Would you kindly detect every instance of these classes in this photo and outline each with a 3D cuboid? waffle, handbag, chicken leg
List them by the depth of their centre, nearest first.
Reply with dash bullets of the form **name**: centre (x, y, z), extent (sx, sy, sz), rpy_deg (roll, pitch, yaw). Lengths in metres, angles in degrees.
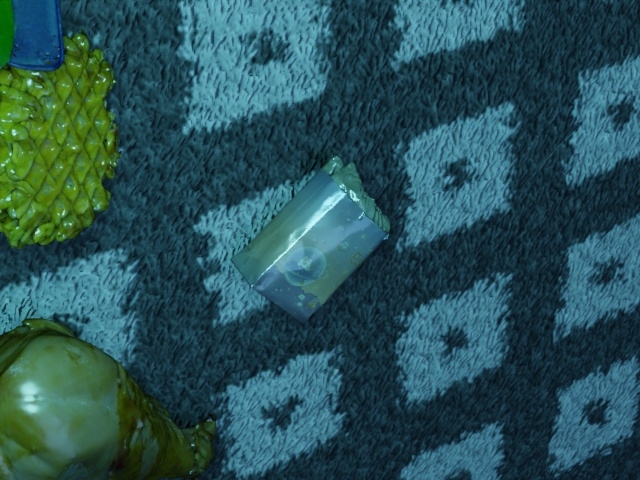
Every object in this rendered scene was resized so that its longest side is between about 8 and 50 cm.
- **waffle**: centre (-0.248, -0.091, 1.440), extent (0.197, 0.070, 0.193), rpy_deg (-38, 131, -59)
- **chicken leg**: centre (-0.261, 0.226, 1.659), extent (0.295, 0.182, 0.409), rpy_deg (-47, 153, 13)
- **handbag**: centre (0.000, 0.000, 1.717), extent (0.173, 0.095, 0.117), rpy_deg (-47, 140, 4)

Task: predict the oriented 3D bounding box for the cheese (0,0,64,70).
- **cheese**: centre (-0.352, -0.190, 1.276), extent (0.320, 0.083, 0.204), rpy_deg (-2, 81, -35)
